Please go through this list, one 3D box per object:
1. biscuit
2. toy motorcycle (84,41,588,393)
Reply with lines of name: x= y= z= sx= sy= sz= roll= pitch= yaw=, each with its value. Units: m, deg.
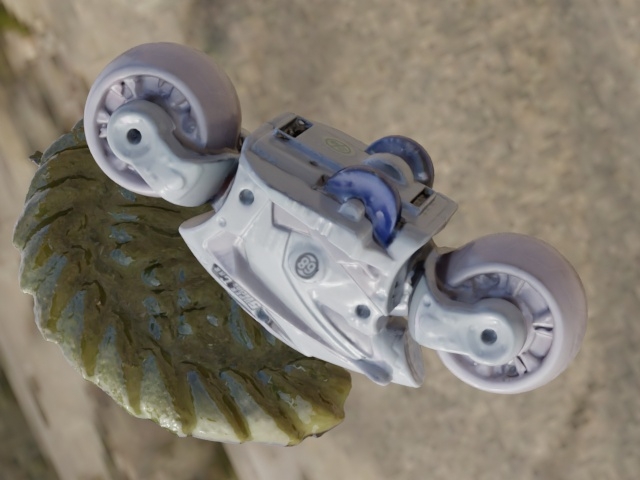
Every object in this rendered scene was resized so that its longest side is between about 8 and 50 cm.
biscuit: x=-0.103 y=0.023 z=1.293 sx=0.273 sy=0.187 sz=0.036 roll=59 pitch=145 yaw=20
toy motorcycle: x=0.000 y=0.000 z=0.915 sx=0.254 sy=0.112 sz=0.112 roll=29 pitch=162 yaw=9
